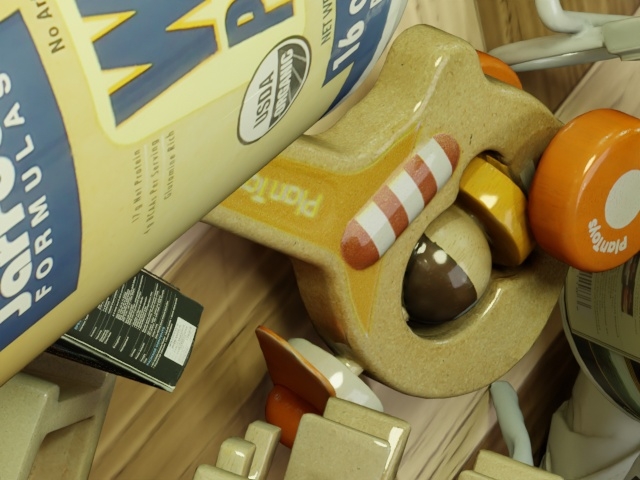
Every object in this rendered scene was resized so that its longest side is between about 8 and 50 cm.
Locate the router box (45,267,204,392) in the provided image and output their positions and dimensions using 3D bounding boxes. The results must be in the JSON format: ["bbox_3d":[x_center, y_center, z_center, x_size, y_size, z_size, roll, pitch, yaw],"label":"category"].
[{"bbox_3d":[-0.119,0.014,0.698,0.092,0.122,0.038,35,73,-57],"label":"router box"}]

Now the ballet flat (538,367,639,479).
[{"bbox_3d":[0.258,0.085,1.244,0.400,0.139,0.139,-38,143,1],"label":"ballet flat"}]

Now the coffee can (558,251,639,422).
[{"bbox_3d":[0.260,0.033,1.046,0.275,0.202,0.201,-147,-106,-85],"label":"coffee can"}]

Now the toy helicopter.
[{"bbox_3d":[0.000,0.000,0.901,0.355,0.140,0.235,17,100,-47],"label":"toy helicopter"}]

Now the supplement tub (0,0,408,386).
[{"bbox_3d":[-0.141,-0.063,0.529,0.316,0.228,0.228,-43,137,-38],"label":"supplement tub"}]

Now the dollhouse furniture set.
[{"bbox_3d":[-0.040,0.142,0.735,0.262,0.259,0.135,-11,118,-77],"label":"dollhouse furniture set"}]

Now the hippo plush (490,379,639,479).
[{"bbox_3d":[0.109,0.254,1.051,0.236,0.234,0.294,6,101,-58],"label":"hippo plush"}]

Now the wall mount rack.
[{"bbox_3d":[0.266,-0.179,1.033,0.304,0.350,0.130,-13,95,-61],"label":"wall mount rack"}]
